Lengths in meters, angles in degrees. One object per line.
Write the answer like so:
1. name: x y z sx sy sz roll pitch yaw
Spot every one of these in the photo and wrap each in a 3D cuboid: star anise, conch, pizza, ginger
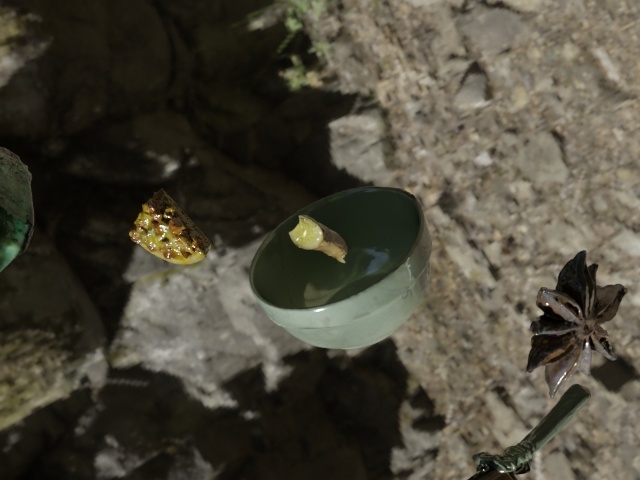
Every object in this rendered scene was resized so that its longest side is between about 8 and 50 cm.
1. star anise: 0.326 0.100 1.482 0.065 0.195 0.183 29 136 49
2. conch: -0.338 -0.022 0.959 0.188 0.122 0.176 -39 80 38
3. pizza: -0.262 -0.018 1.892 0.175 0.046 0.134 3 123 41
4. ginger: -0.004 -0.004 1.562 0.057 0.137 0.044 8 83 26

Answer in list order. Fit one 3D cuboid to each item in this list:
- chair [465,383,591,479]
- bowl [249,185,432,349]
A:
1. chair: 0.301 0.375 1.687 0.186 0.319 0.160 56 173 11
2. bowl: 0.047 0.062 1.873 0.307 0.307 0.163 23 143 49
